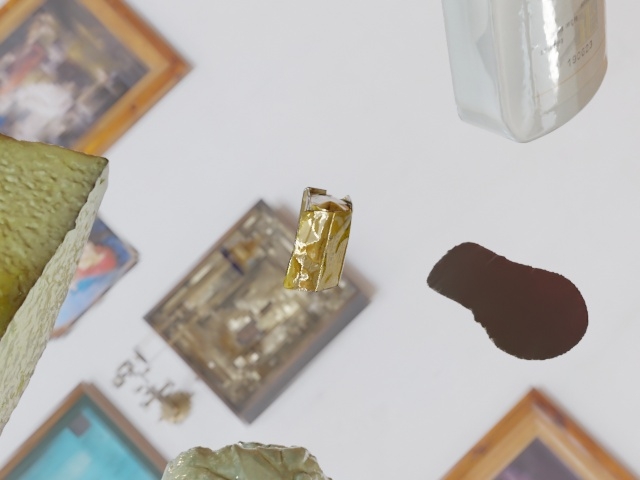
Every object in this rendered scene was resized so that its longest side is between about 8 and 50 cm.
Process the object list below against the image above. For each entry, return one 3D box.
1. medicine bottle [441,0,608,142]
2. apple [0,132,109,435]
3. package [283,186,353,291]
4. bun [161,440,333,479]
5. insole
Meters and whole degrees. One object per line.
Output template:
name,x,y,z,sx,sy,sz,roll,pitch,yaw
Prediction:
medicine bottle,0.167,-0.238,1.092,0.111,0.161,0.296,26,145,35
apple,-0.289,0.066,0.946,0.179,0.346,0.254,-1,140,32
package,0.000,0.000,1.090,0.047,0.071,0.131,13,-171,-2
bun,-0.042,0.248,1.147,0.204,0.126,0.212,58,-158,-16
insole,0.207,0.063,1.485,0.007,0.109,0.322,47,174,-25
